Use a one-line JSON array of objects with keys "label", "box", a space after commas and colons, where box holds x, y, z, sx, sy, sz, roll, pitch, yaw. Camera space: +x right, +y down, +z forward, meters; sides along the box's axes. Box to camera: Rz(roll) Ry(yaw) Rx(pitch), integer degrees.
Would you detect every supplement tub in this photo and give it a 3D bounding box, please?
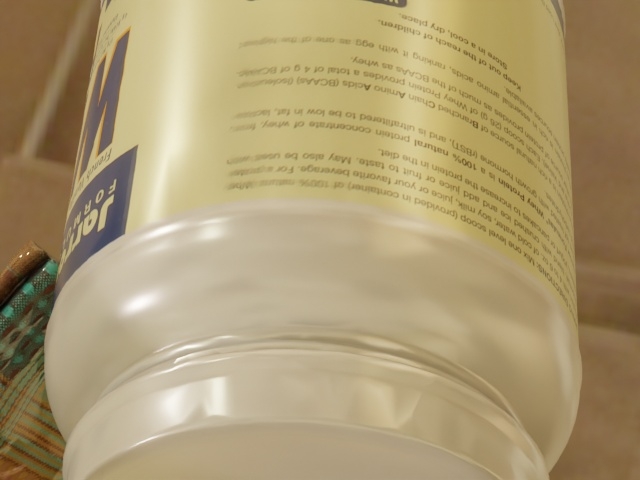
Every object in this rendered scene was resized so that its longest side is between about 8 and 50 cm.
[{"label": "supplement tub", "box": [0.000, 0.000, 0.876, 0.235, 0.235, 0.324, 91, -178, -52]}]

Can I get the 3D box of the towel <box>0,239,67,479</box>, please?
[{"label": "towel", "box": [-0.166, 0.158, 1.090, 0.271, 0.040, 0.370, -51, -23, -3]}]
